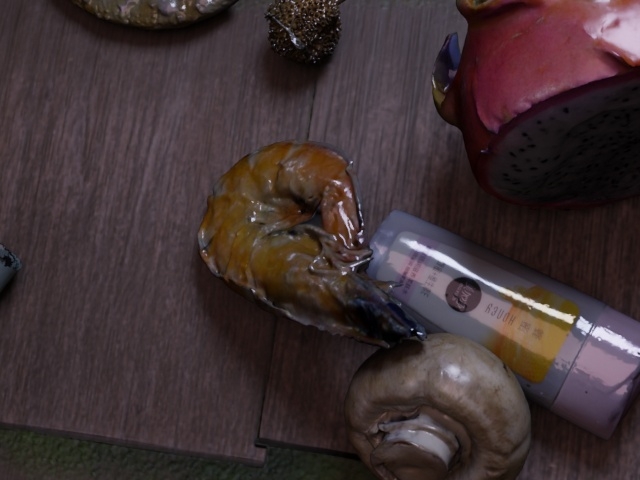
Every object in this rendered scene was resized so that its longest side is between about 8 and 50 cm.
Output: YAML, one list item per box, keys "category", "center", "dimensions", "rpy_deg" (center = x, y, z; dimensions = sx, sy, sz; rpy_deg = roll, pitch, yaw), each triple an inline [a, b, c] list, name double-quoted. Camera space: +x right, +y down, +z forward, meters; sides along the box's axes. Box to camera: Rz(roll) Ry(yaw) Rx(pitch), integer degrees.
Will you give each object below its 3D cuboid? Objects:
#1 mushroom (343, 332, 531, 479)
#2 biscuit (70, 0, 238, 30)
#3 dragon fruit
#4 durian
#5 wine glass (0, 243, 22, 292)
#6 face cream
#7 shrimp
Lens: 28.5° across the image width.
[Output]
- category: "mushroom"
  center: [0.100, 0.161, 1.083]
  dimensions: [0.166, 0.166, 0.127]
  rpy_deg: [13, 42, 16]
- category: "biscuit"
  center: [-0.215, -0.302, 1.308]
  dimensions: [0.141, 0.038, 0.290]
  rpy_deg: [-43, 71, 3]
- category: "dragon fruit"
  center: [0.232, -0.161, 1.053]
  dimensions: [0.291, 0.290, 0.189]
  rpy_deg: [-19, 69, 9]
- category: "durian"
  center: [-0.011, -0.210, 1.220]
  dimensions: [0.091, 0.080, 0.080]
  rpy_deg: [-31, 74, 6]
- category: "wine glass"
  center: [-0.388, 0.076, 1.257]
  dimensions: [0.079, 0.079, 0.195]
  rpy_deg: [43, 92, 17]
- category: "face cream"
  center: [0.164, 0.069, 1.129]
  dimensions: [0.269, 0.073, 0.107]
  rpy_deg: [29, 95, 16]
- category: "shrimp"
  center: [0.000, 0.000, 1.134]
  dimensions: [0.317, 0.062, 0.164]
  rpy_deg: [31, 95, 45]
